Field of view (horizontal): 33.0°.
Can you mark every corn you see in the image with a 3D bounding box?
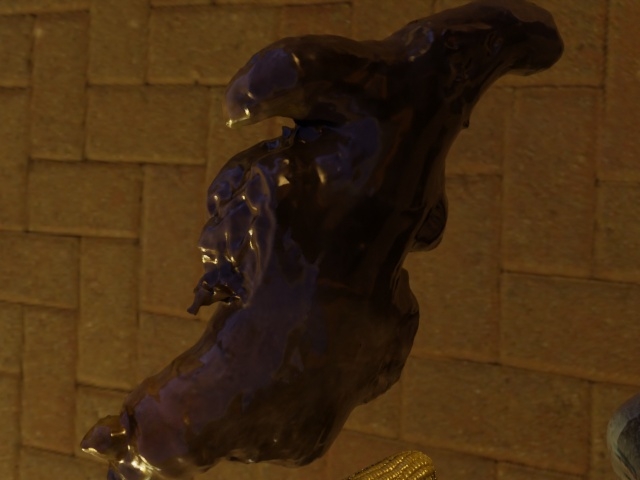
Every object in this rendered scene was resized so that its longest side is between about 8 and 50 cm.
[{"bbox_3d":[0.063,0.309,1.306,0.072,0.203,0.072,14,111,42],"label":"corn"}]

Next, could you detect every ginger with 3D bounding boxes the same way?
[{"bbox_3d":[-0.001,0.002,0.559,0.333,0.166,0.080,-60,36,8],"label":"ginger"}]

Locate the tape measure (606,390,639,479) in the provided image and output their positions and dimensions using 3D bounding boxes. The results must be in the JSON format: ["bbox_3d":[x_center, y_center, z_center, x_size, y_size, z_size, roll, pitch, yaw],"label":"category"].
[{"bbox_3d":[0.310,0.201,0.721,0.147,0.275,0.256,-28,99,3],"label":"tape measure"}]
